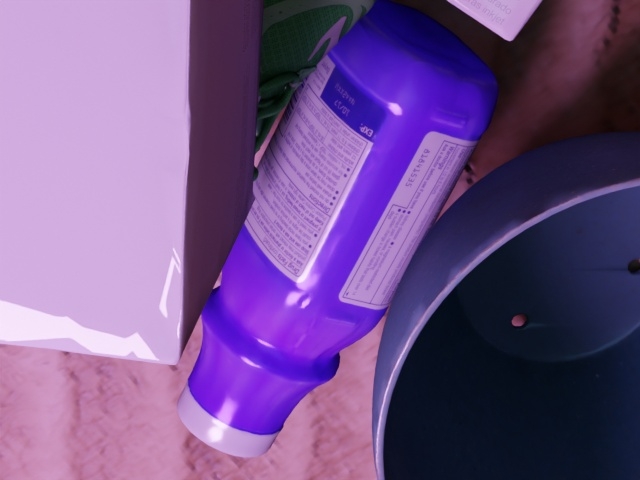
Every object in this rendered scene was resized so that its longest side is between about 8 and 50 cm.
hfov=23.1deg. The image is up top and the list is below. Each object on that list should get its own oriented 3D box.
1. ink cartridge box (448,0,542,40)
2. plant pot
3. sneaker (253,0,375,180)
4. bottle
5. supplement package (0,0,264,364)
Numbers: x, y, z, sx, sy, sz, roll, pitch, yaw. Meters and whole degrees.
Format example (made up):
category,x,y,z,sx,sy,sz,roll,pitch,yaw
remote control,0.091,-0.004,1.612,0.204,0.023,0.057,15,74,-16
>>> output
category,x,y,z,sx,sy,sz,roll,pitch,yaw
ink cartridge box,0.102,-0.243,0.839,0.158,0.092,0.218,32,109,-8
plant pot,0.160,0.056,0.883,0.290,0.195,0.290,-3,117,-6
sneaker,-0.057,-0.068,0.871,0.295,0.109,0.124,-39,62,40
bottle,0.000,0.000,0.929,0.092,0.118,0.283,14,114,-31
supplement package,-0.111,-0.080,0.692,0.149,0.203,0.194,6,112,5
